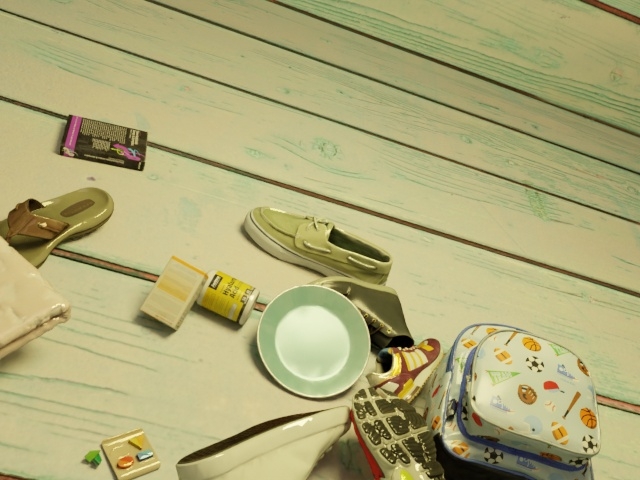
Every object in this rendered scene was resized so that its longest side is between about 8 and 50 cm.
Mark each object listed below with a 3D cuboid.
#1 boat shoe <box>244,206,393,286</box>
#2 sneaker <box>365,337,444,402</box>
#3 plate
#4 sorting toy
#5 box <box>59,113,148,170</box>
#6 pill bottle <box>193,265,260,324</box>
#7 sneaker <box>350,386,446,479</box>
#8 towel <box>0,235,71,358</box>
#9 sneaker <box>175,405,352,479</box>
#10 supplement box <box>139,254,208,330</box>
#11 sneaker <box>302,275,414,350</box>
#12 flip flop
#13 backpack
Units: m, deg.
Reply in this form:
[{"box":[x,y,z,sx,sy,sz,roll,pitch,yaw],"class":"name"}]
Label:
[{"box":[0.000,0.000,1.251,0.302,0.094,0.109,26,35,2],"class":"boat shoe"},{"box":[0.142,0.200,1.082,0.084,0.069,0.185,49,37,1],"class":"sneaker"},{"box":[-0.011,0.162,1.048,0.188,0.024,0.188,7,62,-13],"class":"plate"},{"box":[-0.250,0.271,0.816,0.083,0.012,0.062,-9,47,-39],"class":"sorting toy"},{"box":[-0.433,-0.197,1.311,0.162,0.029,0.116,10,38,-18],"class":"box"},{"box":[-0.164,0.087,1.066,0.116,0.065,0.065,24,35,1],"class":"pill bottle"},{"box":[0.099,0.322,0.864,0.107,0.118,0.279,5,37,-27],"class":"sneaker"},{"box":[-0.549,0.072,0.826,0.332,0.053,0.317,37,47,19],"class":"towel"},{"box":[-0.056,0.301,0.848,0.290,0.106,0.123,-8,79,-48],"class":"sneaker"},{"box":[-0.226,0.082,1.012,0.062,0.036,0.098,28,77,5],"class":"supplement box"},{"box":[0.062,0.132,1.124,0.222,0.083,0.118,5,40,-28],"class":"sneaker"},{"box":[-0.442,-0.030,1.033,0.112,0.080,0.277,35,41,15],"class":"flip flop"},{"box":[0.282,0.250,0.980,0.276,0.213,0.263,22,38,-4],"class":"backpack"}]
